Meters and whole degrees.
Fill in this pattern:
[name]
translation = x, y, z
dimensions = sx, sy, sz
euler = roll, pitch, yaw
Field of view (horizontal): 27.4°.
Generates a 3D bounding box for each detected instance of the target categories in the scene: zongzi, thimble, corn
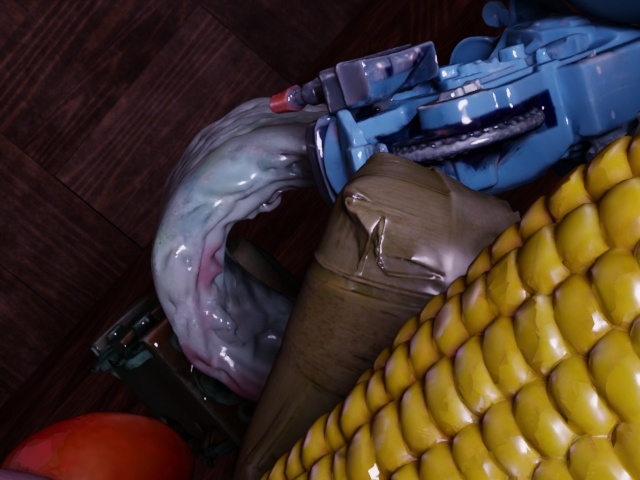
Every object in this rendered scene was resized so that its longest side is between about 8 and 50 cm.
[zongzi]
translation = 0.063, 0.081, 0.512
dimensions = 0.081, 0.178, 0.189
euler = -52, -16, -71
[thimble]
translation = 0.000, 0.000, 0.846
dimensions = 0.211, 0.185, 0.149
euler = -21, 18, 2
[corn]
translation = 0.046, 0.101, 0.416
dimensions = 0.387, 0.144, 0.144
euler = -43, 13, 29

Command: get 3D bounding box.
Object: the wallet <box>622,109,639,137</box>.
[wallet]
translation = 0.238, -0.104, 0.395
dimensions = 0.172, 0.045, 0.318
euler = 0, -33, -48

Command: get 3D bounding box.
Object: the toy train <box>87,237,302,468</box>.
[toy train]
translation = -0.091, 0.088, 1.075
dimensions = 0.159, 0.129, 0.326
euler = -47, 9, -16

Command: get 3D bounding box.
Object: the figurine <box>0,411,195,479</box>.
[figurine]
translation = -0.210, 0.225, 0.721
dimensions = 0.270, 0.211, 0.261
euler = -55, 20, 13

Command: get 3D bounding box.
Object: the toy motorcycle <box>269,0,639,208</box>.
[toy motorcycle]
translation = 0.102, -0.075, 0.718
dimensions = 0.272, 0.124, 0.182
euler = -22, 10, -36

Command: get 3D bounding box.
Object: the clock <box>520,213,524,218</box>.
[clock]
translation = 0.075, 0.032, 0.632
dimensions = 0.184, 0.040, 0.184
euler = -27, 8, 4

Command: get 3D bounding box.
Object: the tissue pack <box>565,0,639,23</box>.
[tissue pack]
translation = 0.215, -0.220, 0.607
dimensions = 0.287, 0.206, 0.198
euler = -17, 42, 40
